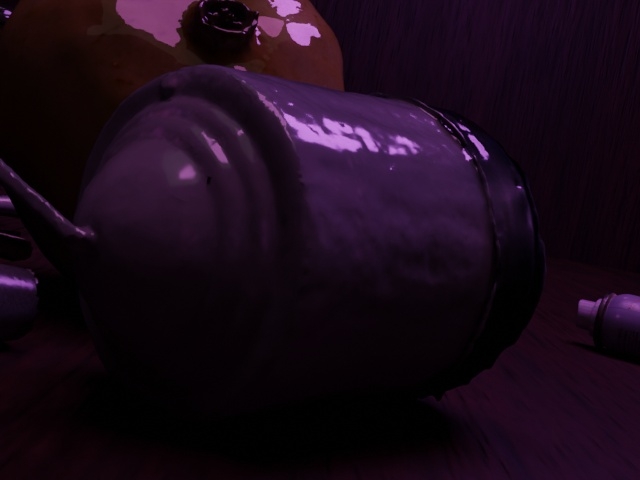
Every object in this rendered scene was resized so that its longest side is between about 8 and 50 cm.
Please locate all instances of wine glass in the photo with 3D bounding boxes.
[{"bbox_3d":[-0.277,0.036,0.597,0.198,0.066,0.066,7,6,-46],"label":"wine glass"}]

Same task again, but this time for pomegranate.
[{"bbox_3d":[-0.133,-0.101,0.853,0.333,0.332,0.332,11,5,-1],"label":"pomegranate"}]

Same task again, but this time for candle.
[{"bbox_3d":[-0.022,0.006,0.613,0.221,0.221,0.343,15,11,41],"label":"candle"}]

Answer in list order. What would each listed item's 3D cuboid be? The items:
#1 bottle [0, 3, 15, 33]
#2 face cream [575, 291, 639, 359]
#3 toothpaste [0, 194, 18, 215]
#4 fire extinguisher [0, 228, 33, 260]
[{"bbox_3d":[-0.434,-0.159,1.203,0.156,0.271,0.143,7,5,-20],"label":"bottle"},{"bbox_3d":[0.408,0.111,1.106,0.229,0.075,0.075,14,6,31],"label":"face cream"},{"bbox_3d":[-0.447,-0.050,1.354,0.218,0.033,0.052,4,3,-18],"label":"toothpaste"},{"bbox_3d":[-0.333,-0.020,0.819,0.141,0.105,0.341,6,4,-31],"label":"fire extinguisher"}]
